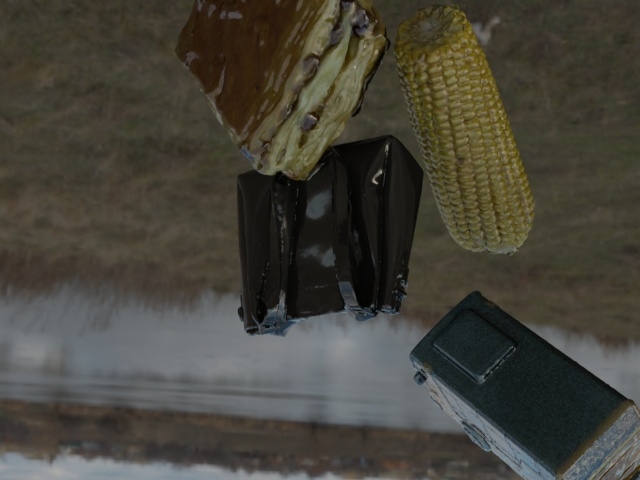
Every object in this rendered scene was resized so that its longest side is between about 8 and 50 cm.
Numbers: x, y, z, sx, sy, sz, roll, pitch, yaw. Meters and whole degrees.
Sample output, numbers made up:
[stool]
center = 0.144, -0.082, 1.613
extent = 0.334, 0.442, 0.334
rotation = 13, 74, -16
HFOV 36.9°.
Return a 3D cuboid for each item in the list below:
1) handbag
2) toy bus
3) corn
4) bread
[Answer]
[handbag]
center = 0.000, 0.000, 1.312
extent = 0.285, 0.257, 0.113
rotation = -11, 155, 34
[toy bus]
center = 0.243, 0.194, 1.140
extent = 0.275, 0.138, 0.167
rotation = 38, 167, 44
[corn]
center = 0.205, -0.142, 1.371
extent = 0.144, 0.144, 0.387
rotation = -3, 127, 34
[bread]
center = -0.039, -0.265, 1.269
extent = 0.167, 0.277, 0.324
rotation = 6, -147, -40
